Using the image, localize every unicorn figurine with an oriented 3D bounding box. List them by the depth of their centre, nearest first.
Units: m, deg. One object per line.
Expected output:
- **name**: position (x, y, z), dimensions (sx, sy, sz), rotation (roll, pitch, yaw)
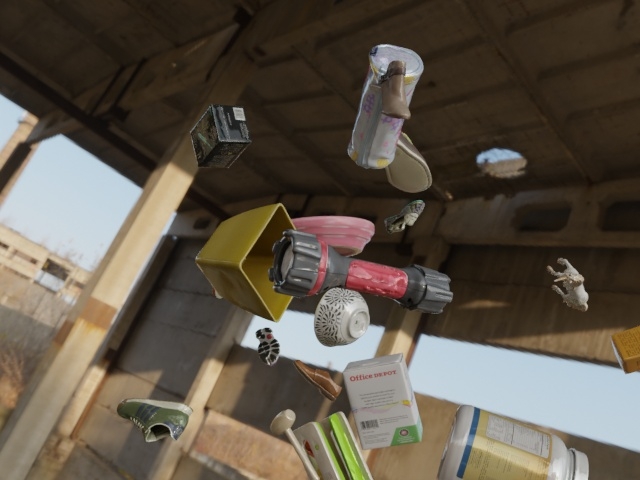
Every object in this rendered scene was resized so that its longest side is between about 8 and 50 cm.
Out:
- **unicorn figurine**: position (0.515, 0.087, 1.245), dimensions (0.162, 0.060, 0.111), rotation (42, 7, -25)

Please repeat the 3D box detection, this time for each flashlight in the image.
- **flashlight**: position (0.073, 0.061, 0.971), dimensions (0.304, 0.103, 0.103), rotation (13, -42, -23)

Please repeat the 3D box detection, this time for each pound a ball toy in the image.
- **pound a ball toy**: position (-0.004, 0.583, 1.535), dimensions (0.208, 0.319, 0.136), rotation (-2, -30, -50)

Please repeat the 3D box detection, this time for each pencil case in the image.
- **pencil case**: position (0.134, -0.281, 1.297), dimensions (0.114, 0.124, 0.273), rotation (13, -39, 0)

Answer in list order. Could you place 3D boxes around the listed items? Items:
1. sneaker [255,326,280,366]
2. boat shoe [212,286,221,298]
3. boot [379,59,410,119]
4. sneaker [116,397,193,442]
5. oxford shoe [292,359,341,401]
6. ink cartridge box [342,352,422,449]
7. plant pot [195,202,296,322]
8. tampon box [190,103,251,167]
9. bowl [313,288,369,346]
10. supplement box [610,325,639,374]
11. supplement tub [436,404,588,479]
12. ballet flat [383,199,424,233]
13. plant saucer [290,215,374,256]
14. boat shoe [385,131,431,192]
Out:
- **sneaker**: position (-0.151, 0.328, 1.816), dimensions (0.170, 0.068, 0.071), rotation (-114, -174, -64)
- **boat shoe**: position (-0.306, 0.111, 1.862), dimensions (0.049, 0.136, 0.043), rotation (11, -1, -23)
- **boot**: position (0.123, -0.245, 0.970), dimensions (0.042, 0.086, 0.118), rotation (4, 19, -17)
- **sneaker**: position (-0.386, 0.408, 1.351), dimensions (0.192, 0.086, 0.064), rotation (-2, -43, 18)
- **oxford shoe**: position (-0.012, 0.510, 2.257), dimensions (0.212, 0.076, 0.076), rotation (40, -16, 2)
- **ink cartridge box**: position (0.209, 0.533, 2.006), dimensions (0.202, 0.278, 0.117), rotation (-14, 4, 15)
- **plant pot**: position (-0.176, 0.051, 1.495), dimensions (0.187, 0.212, 0.212), rotation (2, -43, 33)
- **tampon box**: position (-0.285, -0.294, 1.712), dimensions (0.102, 0.120, 0.161), rotation (-4, -18, -36)
- **bowl**: position (0.070, 0.199, 1.514), dimensions (0.080, 0.170, 0.170), rotation (17, -18, 44)
- **supplement box**: position (0.771, 0.215, 1.324), dimensions (0.234, 0.080, 0.078), rotation (-24, -46, 14)
- **supplement tub**: position (0.295, 0.356, 0.941), dimensions (0.200, 0.144, 0.144), rotation (18, -19, 14)
- **ballet flat**: position (0.179, -0.044, 1.272), dimensions (0.041, 0.041, 0.114), rotation (31, -39, -22)
- **plant saucer**: position (0.000, 0.000, 1.832), dimensions (0.333, 0.084, 0.332), rotation (-3, -10, 0)
- **boat shoe**: position (0.202, -0.238, 1.631), dimensions (0.117, 0.096, 0.324), rotation (-26, -38, 28)
